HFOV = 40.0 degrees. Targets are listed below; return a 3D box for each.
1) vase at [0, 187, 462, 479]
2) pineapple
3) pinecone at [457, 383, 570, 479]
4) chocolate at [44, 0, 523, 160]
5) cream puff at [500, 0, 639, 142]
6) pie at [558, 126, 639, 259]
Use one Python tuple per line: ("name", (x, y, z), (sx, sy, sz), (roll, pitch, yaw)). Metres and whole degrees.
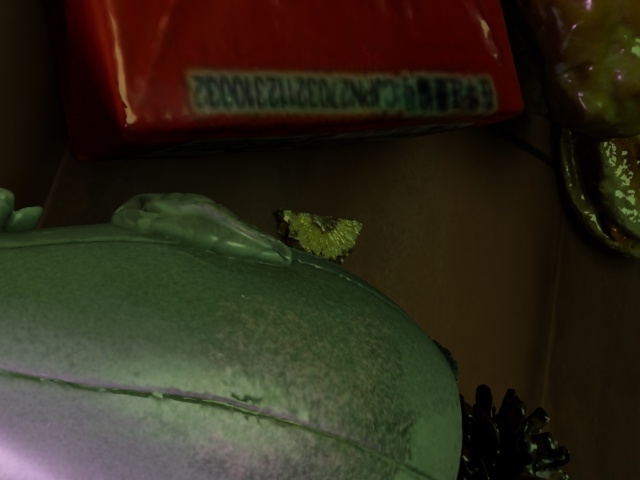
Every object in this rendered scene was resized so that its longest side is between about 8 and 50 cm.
("vase", (-0.142, 0.082, 0.482), (0.445, 0.250, 0.250), (20, 68, -29))
("pineapple", (0.000, 0.000, 0.732), (0.083, 0.019, 0.045), (6, 69, -33))
("pinecone", (0.132, 0.179, 0.700), (0.120, 0.140, 0.140), (-18, 89, -11))
("chocolate", (-0.049, -0.230, 0.668), (0.360, 0.161, 0.341), (-8, 84, -35))
("cream puff", (0.238, -0.221, 0.794), (0.185, 0.282, 0.282), (-31, 97, -7))
("pie", (0.340, -0.080, 0.945), (0.178, 0.084, 0.205), (-8, 80, -36))
